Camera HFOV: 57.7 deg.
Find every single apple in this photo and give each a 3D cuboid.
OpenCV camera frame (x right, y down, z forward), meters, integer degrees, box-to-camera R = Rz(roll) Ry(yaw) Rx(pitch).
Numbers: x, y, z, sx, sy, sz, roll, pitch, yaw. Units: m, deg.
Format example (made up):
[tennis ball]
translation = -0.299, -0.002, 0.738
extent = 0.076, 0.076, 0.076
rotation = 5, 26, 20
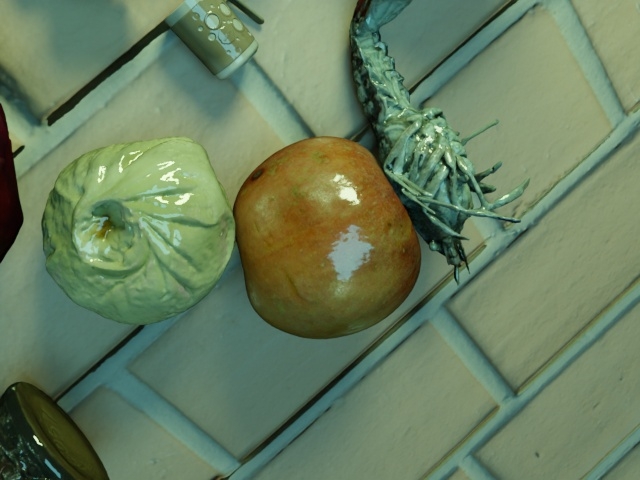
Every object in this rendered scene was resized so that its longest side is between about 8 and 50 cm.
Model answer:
[apple]
translation = 0.000, 0.000, 0.748
extent = 0.254, 0.253, 0.253
rotation = -5, 107, -16

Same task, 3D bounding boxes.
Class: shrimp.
[shrimp]
translation = 0.144, -0.138, 0.797
extent = 0.410, 0.166, 0.221
rotation = 58, 40, -2

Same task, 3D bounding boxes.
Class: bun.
[bun]
translation = -0.227, -0.018, 0.680
extent = 0.244, 0.153, 0.243
rotation = 1, 93, 19

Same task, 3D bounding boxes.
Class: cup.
[cup]
translation = -0.129, -0.265, 0.729
extent = 0.074, 0.102, 0.099
rotation = -26, 119, 33

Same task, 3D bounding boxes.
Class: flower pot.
[flower pot]
translation = -0.422, 0.330, 0.705
extent = 0.267, 0.267, 0.266
rotation = -37, 113, -15

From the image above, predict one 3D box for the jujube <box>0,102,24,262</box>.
[jujube]
translation = -0.434, -0.125, 0.566
extent = 0.259, 0.258, 0.376
rotation = -19, 104, -12
